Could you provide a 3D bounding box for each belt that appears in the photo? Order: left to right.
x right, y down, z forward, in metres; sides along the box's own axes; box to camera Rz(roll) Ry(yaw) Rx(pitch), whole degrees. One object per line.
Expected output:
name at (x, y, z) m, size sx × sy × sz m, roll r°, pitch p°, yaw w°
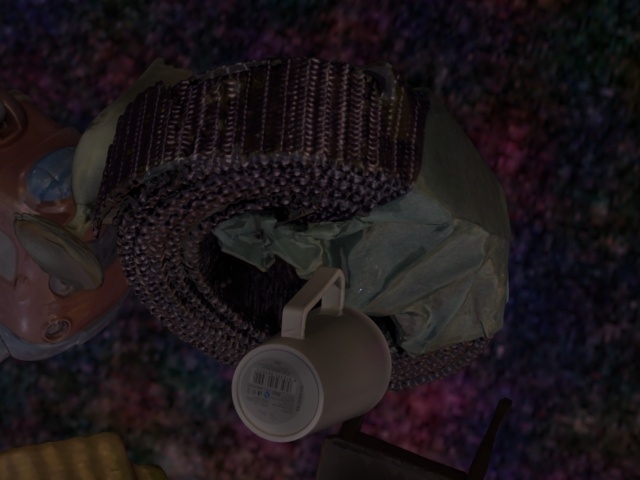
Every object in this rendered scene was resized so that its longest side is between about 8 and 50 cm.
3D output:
belt at (0.000, 0.000, 1.263) m, size 0.260 × 0.122 × 0.325 m, roll -17°, pitch 140°, yaw 25°

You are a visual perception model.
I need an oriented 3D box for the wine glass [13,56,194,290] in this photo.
wine glass at (-0.178, -0.066, 1.598) m, size 0.103 × 0.222 × 0.103 m, roll 25°, pitch 150°, yaw 16°

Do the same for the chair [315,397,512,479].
chair at (0.056, 0.276, 1.664) m, size 0.160 × 0.319 × 0.186 m, roll 22°, pitch 128°, yaw 7°

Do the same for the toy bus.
toy bus at (-0.318, -0.037, 1.808) m, size 0.294 × 0.197 × 0.232 m, roll 39°, pitch 139°, yaw 13°

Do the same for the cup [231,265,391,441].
cup at (-0.005, 0.071, 1.120) m, size 0.074 × 0.116 × 0.104 m, roll 9°, pitch 99°, yaw 20°

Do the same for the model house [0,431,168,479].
model house at (-0.187, 0.237, 1.122) m, size 0.234 × 0.193 × 0.175 m, roll -21°, pitch 158°, yaw -10°
